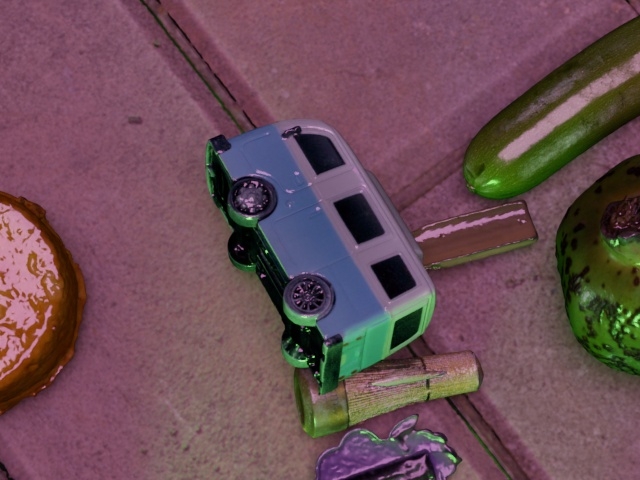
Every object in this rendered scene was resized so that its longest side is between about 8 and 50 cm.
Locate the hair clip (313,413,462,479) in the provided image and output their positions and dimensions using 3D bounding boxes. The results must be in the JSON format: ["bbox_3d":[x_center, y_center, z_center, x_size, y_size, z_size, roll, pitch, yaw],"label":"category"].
[{"bbox_3d":[0.056,0.258,1.808,0.195,0.052,0.124,-24,100,-9],"label":"hair clip"}]

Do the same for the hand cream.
[{"bbox_3d":[0.076,0.156,1.832,0.203,0.084,0.084,-8,78,-9],"label":"hand cream"}]

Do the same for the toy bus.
[{"bbox_3d":[0.000,0.000,1.786,0.165,0.133,0.271,-24,66,-14],"label":"toy bus"}]

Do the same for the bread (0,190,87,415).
[{"bbox_3d":[-0.374,0.069,1.811,0.268,0.145,0.268,0,81,-3],"label":"bread"}]

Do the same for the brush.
[{"bbox_3d":[0.096,0.018,1.869,0.282,0.048,0.054,-16,69,-5],"label":"brush"}]

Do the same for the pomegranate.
[{"bbox_3d":[0.360,0.020,1.767,0.254,0.270,0.254,-11,63,23],"label":"pomegranate"}]

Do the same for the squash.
[{"bbox_3d":[0.313,-0.168,1.887,0.379,0.101,0.101,-34,80,-3],"label":"squash"}]
